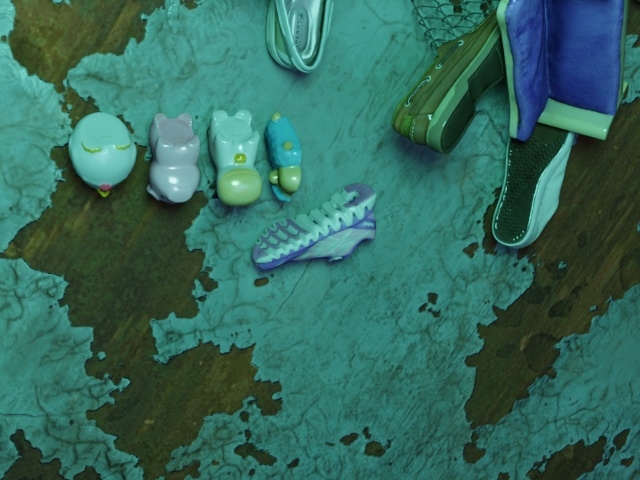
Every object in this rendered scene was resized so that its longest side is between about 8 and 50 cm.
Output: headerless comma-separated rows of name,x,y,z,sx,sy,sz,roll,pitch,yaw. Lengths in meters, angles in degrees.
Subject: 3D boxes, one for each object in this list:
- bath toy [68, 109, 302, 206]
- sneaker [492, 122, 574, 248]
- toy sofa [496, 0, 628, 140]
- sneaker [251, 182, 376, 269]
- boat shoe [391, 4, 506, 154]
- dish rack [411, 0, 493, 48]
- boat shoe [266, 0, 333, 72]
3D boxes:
bath toy,-0.209,-0.116,1.342,0.348,0.152,0.129,-1,145,-19
sneaker,0.392,-0.125,1.584,0.123,0.105,0.290,14,97,-59
toy sofa,0.388,-0.297,1.357,0.177,0.150,0.363,-61,153,-20
sneaker,0.000,0.000,1.477,0.236,0.095,0.105,-27,124,-10
boat shoe,0.222,-0.277,1.361,0.307,0.104,0.111,-52,149,-20
dish rack,0.232,-0.407,1.420,0.208,0.074,0.272,-37,119,-2
boat shoe,-0.025,-0.415,1.302,0.118,0.103,0.321,-1,107,-20
